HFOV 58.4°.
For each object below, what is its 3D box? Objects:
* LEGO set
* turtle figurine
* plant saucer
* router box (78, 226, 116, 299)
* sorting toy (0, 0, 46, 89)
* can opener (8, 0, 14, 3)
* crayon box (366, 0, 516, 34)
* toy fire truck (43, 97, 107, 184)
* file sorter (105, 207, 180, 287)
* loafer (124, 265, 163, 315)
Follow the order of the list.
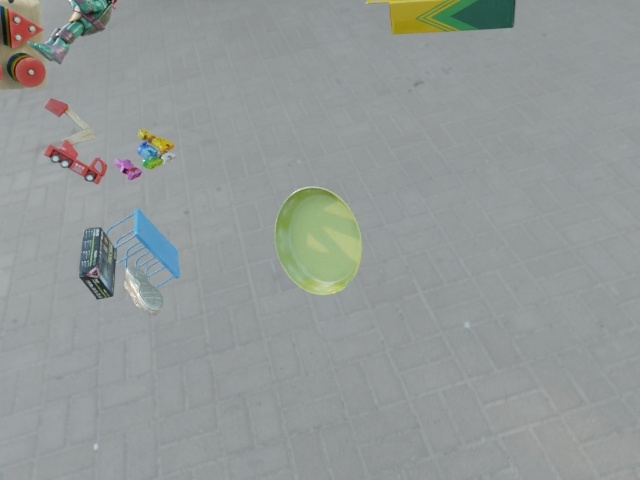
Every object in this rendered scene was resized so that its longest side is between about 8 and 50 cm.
[{"bbox_3d":[-0.490,-0.256,1.604,0.093,0.087,0.227,35,27,2],"label":"LEGO set"},{"bbox_3d":[-0.491,-0.469,1.165,0.234,0.118,0.175,-56,24,-6],"label":"turtle figurine"},{"bbox_3d":[0.000,0.000,1.260,0.241,0.240,0.037,26,24,32],"label":"plant saucer"},{"bbox_3d":[-0.460,0.047,1.186,0.038,0.092,0.122,-9,54,-2],"label":"router box"},{"bbox_3d":[-0.916,-0.558,1.649,0.089,0.256,0.256,28,32,35],"label":"sorting toy"},{"bbox_3d":[-0.718,-0.648,1.336,0.059,0.185,0.073,6,2,-18],"label":"can opener"},{"bbox_3d":[0.288,-0.567,1.330,0.323,0.083,0.203,4,47,18],"label":"crayon box"},{"bbox_3d":[-0.591,-0.236,1.378,0.135,0.192,0.047,-62,26,-7],"label":"toy fire truck"},{"bbox_3d":[-0.452,0.030,1.454,0.105,0.170,0.118,-30,38,4],"label":"file sorter"},{"bbox_3d":[-0.314,0.095,1.011,0.045,0.039,0.125,8,28,-44],"label":"loafer"}]
